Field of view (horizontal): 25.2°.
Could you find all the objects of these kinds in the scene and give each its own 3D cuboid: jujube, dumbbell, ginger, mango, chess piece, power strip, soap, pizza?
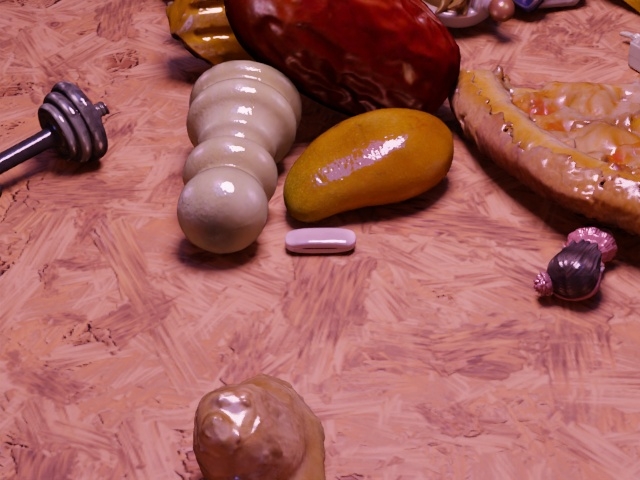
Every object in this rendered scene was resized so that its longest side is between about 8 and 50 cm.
[{"bbox_3d":[0.026,-0.276,1.825,0.318,0.223,0.223,34,35,-15],"label":"jujube"},{"bbox_3d":[-0.375,-0.110,1.786,0.254,0.110,0.110,-32,46,-24],"label":"dumbbell"},{"bbox_3d":[-0.070,0.169,1.384,0.115,0.123,0.193,-22,31,7],"label":"ginger"},{"bbox_3d":[0.056,-0.092,1.738,0.227,0.099,0.136,-24,48,-13],"label":"mango"},{"bbox_3d":[-0.107,-0.086,1.718,0.144,0.144,0.251,2,44,6],"label":"chess piece"},{"bbox_3d":[0.471,-0.256,1.969,0.075,0.042,0.175,-21,39,-23],"label":"power strip"},{"bbox_3d":[-0.081,-0.307,1.971,0.257,0.160,0.080,-7,33,-7],"label":"soap"},{"bbox_3d":[0.369,-0.110,1.724,0.434,0.080,0.392,0,31,5],"label":"pizza"}]

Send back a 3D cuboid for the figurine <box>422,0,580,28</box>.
[{"bbox_3d":[0.248,-0.385,2.096,0.274,0.133,0.194,-23,62,-36],"label":"figurine"}]

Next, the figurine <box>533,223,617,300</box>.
[{"bbox_3d":[0.289,0.020,1.604,0.072,0.054,0.129,10,37,23],"label":"figurine"}]

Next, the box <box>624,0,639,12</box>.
[{"bbox_3d":[0.447,-0.398,2.123,0.155,0.023,0.087,39,51,7],"label":"box"}]

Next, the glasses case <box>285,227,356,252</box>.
[{"bbox_3d":[0.000,0.000,1.674,0.083,0.021,0.032,-1,34,1],"label":"glasses case"}]

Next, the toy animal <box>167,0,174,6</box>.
[{"bbox_3d":[-0.101,-0.339,2.089,0.186,0.094,0.214,23,36,24],"label":"toy animal"}]
